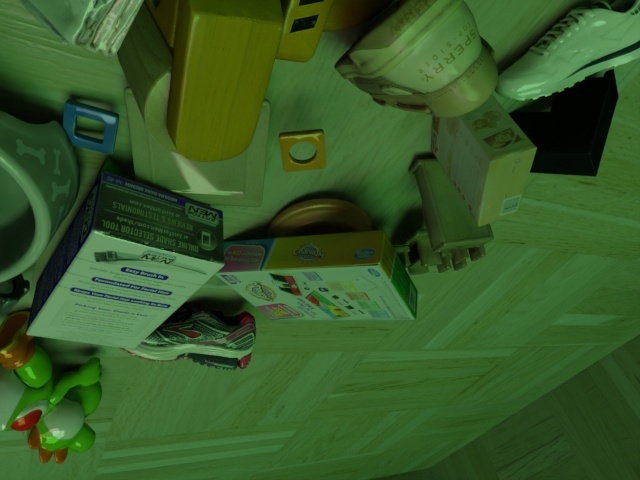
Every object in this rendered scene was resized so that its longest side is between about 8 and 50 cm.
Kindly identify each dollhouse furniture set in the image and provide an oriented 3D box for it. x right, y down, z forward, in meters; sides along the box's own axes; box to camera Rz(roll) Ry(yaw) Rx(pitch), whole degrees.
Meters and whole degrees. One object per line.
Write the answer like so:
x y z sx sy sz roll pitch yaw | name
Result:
0.207 -0.034 0.936 0.212 0.160 0.242 -6 163 -16 | dollhouse furniture set

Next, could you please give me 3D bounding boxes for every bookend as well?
0.394 -0.197 0.815 0.157 0.156 0.072 11 163 40 | bookend

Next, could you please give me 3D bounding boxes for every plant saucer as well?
0.000 0.000 0.906 0.200 0.037 0.200 -5 143 -4 | plant saucer

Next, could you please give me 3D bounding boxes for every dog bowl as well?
-0.481 -0.067 0.564 0.349 0.102 0.348 -9 139 -8 | dog bowl

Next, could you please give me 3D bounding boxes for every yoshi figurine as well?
-0.562 0.286 0.975 0.203 0.204 0.362 -46 139 -34 | yoshi figurine

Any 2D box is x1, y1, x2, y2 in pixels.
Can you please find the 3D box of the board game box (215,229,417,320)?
-0.003 0.077 0.896 0.317 0.064 0.242 -4 149 23 | board game box

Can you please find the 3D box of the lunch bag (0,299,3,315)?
-0.500 0.037 0.440 0.305 0.212 0.256 3 154 -15 | lunch bag

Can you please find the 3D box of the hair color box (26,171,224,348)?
-0.315 0.054 0.762 0.185 0.110 0.339 19 139 -36 | hair color box

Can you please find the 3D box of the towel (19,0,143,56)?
-0.181 -0.334 0.264 0.332 0.053 0.317 44 119 -4 | towel

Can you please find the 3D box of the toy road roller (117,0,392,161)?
-0.052 -0.251 0.474 0.241 0.202 0.329 -6 140 -34 | toy road roller

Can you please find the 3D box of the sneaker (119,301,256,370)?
-0.281 0.180 0.988 0.299 0.121 0.112 12 98 -21 | sneaker

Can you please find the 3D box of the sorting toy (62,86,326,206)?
-0.165 -0.128 0.675 0.348 0.047 0.196 3 137 -10 | sorting toy

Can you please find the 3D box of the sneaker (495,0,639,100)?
0.365 -0.288 0.712 0.235 0.090 0.094 -26 129 2 | sneaker

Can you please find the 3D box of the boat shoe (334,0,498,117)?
0.092 -0.186 0.511 0.122 0.341 0.110 -41 104 18 | boat shoe

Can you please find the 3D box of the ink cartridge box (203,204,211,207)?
-0.212 -0.045 0.789 0.063 0.029 0.115 -20 142 1 | ink cartridge box

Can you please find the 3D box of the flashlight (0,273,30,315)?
-0.610 0.135 0.763 0.304 0.103 0.103 -33 146 10 | flashlight

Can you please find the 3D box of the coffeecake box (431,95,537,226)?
0.239 -0.140 0.740 0.068 0.185 0.142 -17 143 -3 | coffeecake box
